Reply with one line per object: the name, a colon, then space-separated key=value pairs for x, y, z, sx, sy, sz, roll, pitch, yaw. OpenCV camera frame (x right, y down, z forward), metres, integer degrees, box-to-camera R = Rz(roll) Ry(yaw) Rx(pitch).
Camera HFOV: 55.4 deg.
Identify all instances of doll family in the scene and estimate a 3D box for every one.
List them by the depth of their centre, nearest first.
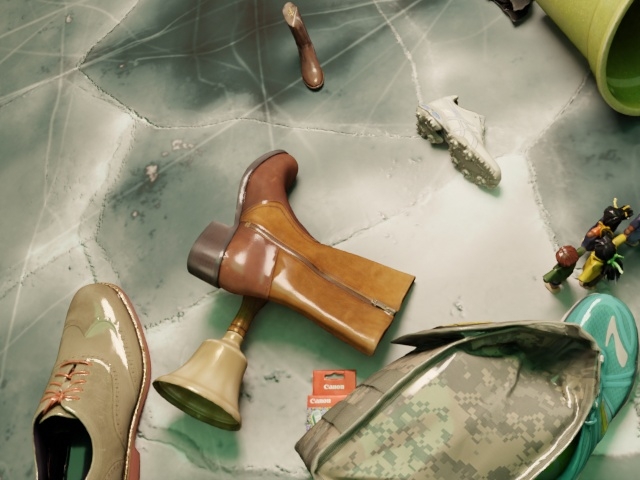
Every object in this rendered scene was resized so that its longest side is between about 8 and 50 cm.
doll family: x=0.360 y=0.000 z=0.754 sx=0.076 sy=0.111 sz=0.193 roll=39 pitch=78 yaw=26

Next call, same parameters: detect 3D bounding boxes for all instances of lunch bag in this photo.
lunch bag: x=0.126 y=0.180 z=0.638 sx=0.287 sy=0.235 sz=0.169 roll=-39 pitch=84 yaw=-12

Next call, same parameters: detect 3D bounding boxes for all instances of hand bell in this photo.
hand bell: x=-0.109 y=0.119 z=0.828 sx=0.126 sy=0.126 sz=0.242 roll=15 pitch=56 yaw=20

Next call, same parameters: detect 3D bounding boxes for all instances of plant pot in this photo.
plant pot: x=0.432 y=-0.359 z=0.851 sx=0.276 sy=0.276 sz=0.254 roll=-27 pitch=50 yaw=-1

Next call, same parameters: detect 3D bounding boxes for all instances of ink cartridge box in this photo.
ink cartridge box: x=0.015 y=0.219 z=0.775 sx=0.062 sy=0.029 sz=0.115 roll=-4 pitch=64 yaw=11

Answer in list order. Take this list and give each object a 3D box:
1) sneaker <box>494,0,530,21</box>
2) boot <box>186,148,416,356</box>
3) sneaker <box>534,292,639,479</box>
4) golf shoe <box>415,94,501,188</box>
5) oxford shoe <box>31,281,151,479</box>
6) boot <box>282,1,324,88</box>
sneaker: x=0.308 y=-0.441 z=1.017 sx=0.089 sy=0.051 sz=0.170 roll=-29 pitch=65 yaw=-7
boot: x=0.000 y=0.000 z=0.846 sx=0.280 sy=0.096 sz=0.264 roll=21 pitch=43 yaw=11
sneaker: x=0.290 y=0.179 z=0.684 sx=0.107 sy=0.110 sz=0.275 roll=23 pitch=71 yaw=22
golf shoe: x=0.218 y=-0.154 z=0.892 sx=0.086 sy=0.069 sz=0.176 roll=-31 pitch=62 yaw=-10
oxford shoe: x=-0.304 y=0.201 z=0.801 sx=0.122 sy=0.130 sz=0.348 roll=-15 pitch=62 yaw=5
boot: x=-0.029 y=-0.321 z=1.002 sx=0.037 sy=0.114 sz=0.107 roll=-19 pitch=61 yaw=4
